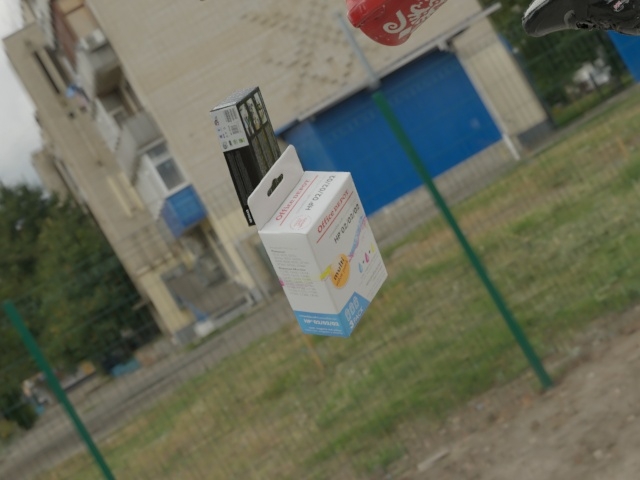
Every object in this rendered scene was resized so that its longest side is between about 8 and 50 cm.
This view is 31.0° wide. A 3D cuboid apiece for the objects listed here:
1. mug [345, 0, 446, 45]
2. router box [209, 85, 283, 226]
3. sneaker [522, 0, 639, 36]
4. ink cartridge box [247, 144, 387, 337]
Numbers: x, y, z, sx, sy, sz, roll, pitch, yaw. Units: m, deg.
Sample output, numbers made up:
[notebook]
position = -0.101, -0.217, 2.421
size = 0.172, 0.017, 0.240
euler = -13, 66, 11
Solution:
[mug]
position = 0.120, -0.326, 1.477
size = 0.169, 0.113, 0.150
euler = -32, 31, 49
[router box]
position = -0.098, -0.125, 1.692
size = 0.046, 0.179, 0.133
euler = -13, 16, 16
[sneaker]
position = 0.462, -0.373, 1.836
size = 0.283, 0.124, 0.107
euler = -24, -14, 24
[ink cartridge box]
position = 0.000, 0.000, 1.203
size = 0.062, 0.181, 0.104
euler = 3, 42, 33
